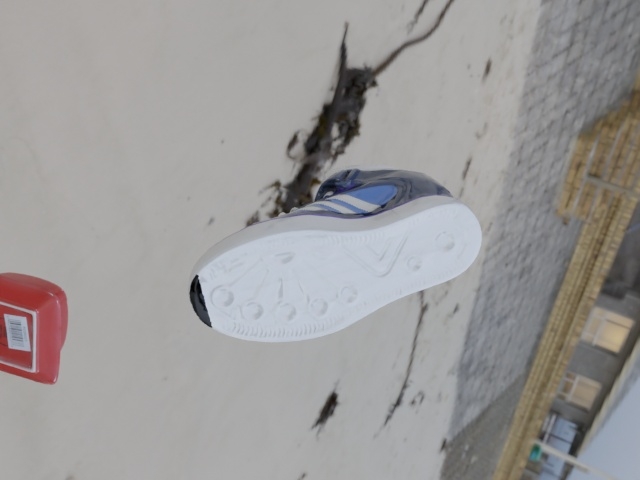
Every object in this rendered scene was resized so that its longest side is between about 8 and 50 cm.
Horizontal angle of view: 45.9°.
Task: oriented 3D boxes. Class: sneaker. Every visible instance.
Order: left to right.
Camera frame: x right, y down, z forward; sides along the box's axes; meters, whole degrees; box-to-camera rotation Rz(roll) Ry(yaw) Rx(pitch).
[{"bbox_3d":[0.000,-0.001,0.869,0.236,0.322,0.130,-134,-149,-68],"label":"sneaker"}]

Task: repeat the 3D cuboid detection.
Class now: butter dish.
[{"bbox_3d":[-0.430,0.109,1.110,0.118,0.159,0.160,-55,157,-64],"label":"butter dish"}]
